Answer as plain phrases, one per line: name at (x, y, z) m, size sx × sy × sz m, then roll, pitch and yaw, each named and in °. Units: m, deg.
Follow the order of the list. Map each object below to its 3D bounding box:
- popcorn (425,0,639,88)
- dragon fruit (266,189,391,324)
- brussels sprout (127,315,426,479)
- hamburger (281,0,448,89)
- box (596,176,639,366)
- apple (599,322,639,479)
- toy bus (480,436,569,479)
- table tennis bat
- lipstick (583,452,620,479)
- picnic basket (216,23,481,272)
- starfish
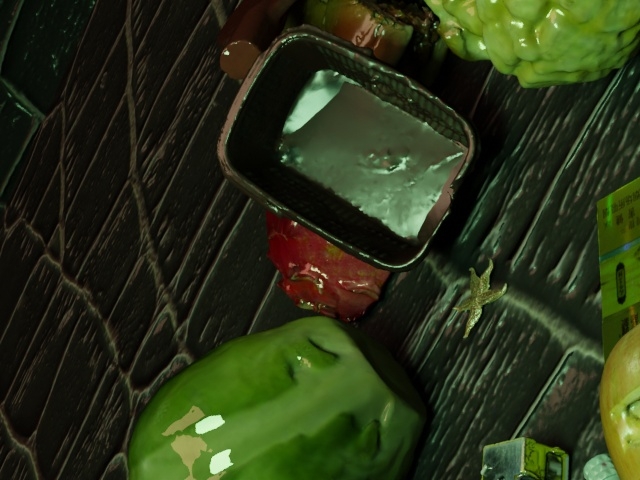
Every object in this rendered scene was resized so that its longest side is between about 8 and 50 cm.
popcorn at (0.239, -0.299, 1.565) m, size 0.237 × 0.292 × 0.293 m, roll 115°, pitch 159°, yaw -57°
dragon fruit at (0.000, 0.000, 1.971) m, size 0.163 × 0.189 × 0.261 m, roll -48°, pitch 16°, yaw -19°
brussels sprout at (-0.057, 0.265, 1.760) m, size 0.371 × 0.314 × 0.276 m, roll -53°, pitch 47°, yaw 17°
hamburger at (0.049, -0.248, 2.002) m, size 0.282 × 0.155 × 0.245 m, roll -40°, pitch 46°, yaw 47°
box at (0.316, 0.029, 1.462) m, size 0.121 × 0.030 × 0.193 m, roll -35°, pitch 44°, yaw 51°
apple at (0.314, 0.146, 1.238) m, size 0.199 × 0.199 × 0.199 m, roll -39°, pitch 42°, yaw 48°
toy bus at (0.193, 0.308, 1.483) m, size 0.081 × 0.074 × 0.226 m, roll -30°, pitch 50°, yaw 55°
table tennis bat at (-0.047, -0.322, 1.971) m, size 0.268 × 0.051 × 0.415 m, roll -36°, pitch 18°, yaw 31°
lipstick at (0.279, 0.249, 1.402) m, size 0.037 × 0.037 × 0.116 m, roll -57°, pitch 35°, yaw 29°
picnic basket at (0.044, -0.108, 1.801) m, size 0.223 × 0.296 × 0.129 m, roll -61°, pitch -16°, yaw 9°
starfish at (0.179, 0.066, 1.719) m, size 0.092 × 0.016 × 0.086 m, roll -20°, pitch 60°, yaw 55°
